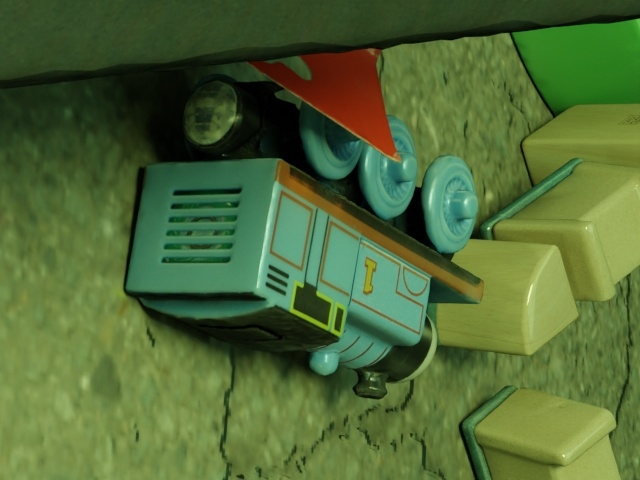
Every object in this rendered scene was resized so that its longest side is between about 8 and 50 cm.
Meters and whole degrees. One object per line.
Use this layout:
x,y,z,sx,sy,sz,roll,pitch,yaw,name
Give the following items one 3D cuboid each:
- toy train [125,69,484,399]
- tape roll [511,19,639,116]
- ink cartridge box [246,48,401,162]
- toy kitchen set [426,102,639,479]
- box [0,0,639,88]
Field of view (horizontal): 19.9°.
0.000,0.000,0.735,0.184,0.080,0.105,30,66,-54,toy train
0.190,-0.215,1.103,0.321,0.077,0.321,18,69,-58,tape roll
-0.017,-0.133,0.680,0.145,0.045,0.179,32,33,-34,ink cartridge box
0.139,0.043,0.955,0.207,0.122,0.166,-33,114,-35,toy kitchen set
-0.028,-0.215,0.424,0.395,0.212,0.293,-12,127,-50,box
